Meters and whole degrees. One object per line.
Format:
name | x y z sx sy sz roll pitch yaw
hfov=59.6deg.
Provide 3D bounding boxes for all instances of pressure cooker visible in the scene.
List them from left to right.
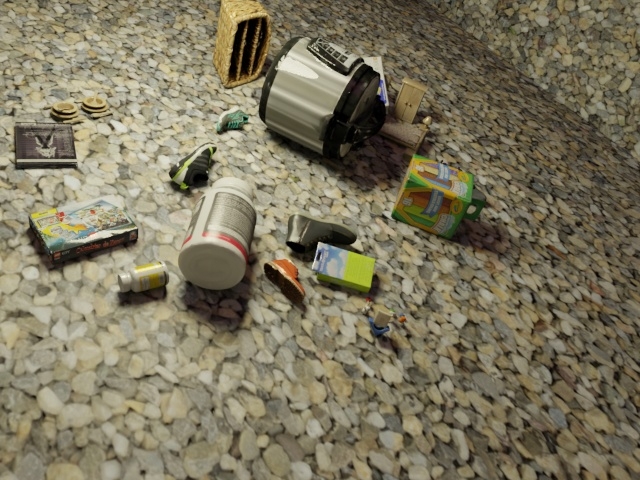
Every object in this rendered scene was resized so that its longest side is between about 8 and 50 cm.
pressure cooker | 0.034 -0.500 2.034 0.420 0.375 0.370 28 80 9

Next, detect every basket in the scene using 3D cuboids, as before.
basket | -0.299 -0.790 2.265 0.213 0.299 0.223 -2 43 -25

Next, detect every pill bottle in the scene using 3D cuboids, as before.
pill bottle | -0.450 0.095 1.421 0.116 0.065 0.065 -13 51 -33
pill bottle | -0.271 -0.033 1.545 0.176 0.176 0.319 13 42 -7

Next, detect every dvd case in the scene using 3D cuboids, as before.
dvd case | -0.849 -0.297 1.730 0.164 0.018 0.221 -4 45 -27

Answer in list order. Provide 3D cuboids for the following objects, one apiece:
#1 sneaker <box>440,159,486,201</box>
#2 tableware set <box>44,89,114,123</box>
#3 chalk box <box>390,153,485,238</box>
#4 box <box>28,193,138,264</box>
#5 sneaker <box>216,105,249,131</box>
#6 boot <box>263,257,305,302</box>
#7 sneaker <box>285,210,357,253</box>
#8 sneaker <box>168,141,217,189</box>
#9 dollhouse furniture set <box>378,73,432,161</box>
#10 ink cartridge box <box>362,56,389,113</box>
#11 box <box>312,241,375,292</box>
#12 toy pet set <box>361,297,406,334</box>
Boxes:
sneaker | 0.535 -0.219 2.118 0.223 0.098 0.083 27 41 9
tableware set | -0.813 -0.459 1.890 0.128 0.039 0.194 36 41 23
chalk box | 0.416 -0.140 1.926 0.288 0.180 0.179 21 41 3
box | -0.635 -0.035 1.507 0.233 0.044 0.159 -20 55 -37
sneaker | -0.320 -0.441 2.059 0.076 0.065 0.166 30 43 6
boot | -0.080 0.106 1.562 0.084 0.059 0.158 -18 52 -41
sneaker | 0.000 0.000 1.705 0.222 0.083 0.118 16 56 -8
sneaker | -0.396 -0.232 1.809 0.097 0.084 0.235 45 43 -7
dollhouse furniture set | 0.313 -0.527 2.311 0.303 0.174 0.355 25 41 7
ink cartridge box | 0.119 -0.643 2.343 0.307 0.072 0.304 -4 58 2
box | 0.066 0.080 1.642 0.178 0.042 0.109 17 54 -4
toy pet set | 0.171 0.223 1.547 0.122 0.065 0.114 24 6 1
